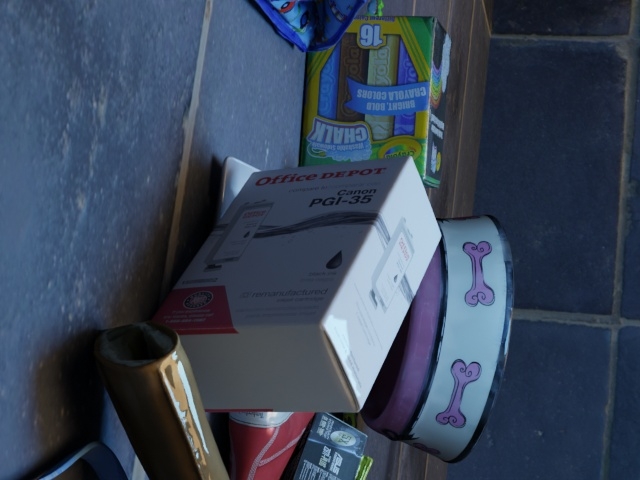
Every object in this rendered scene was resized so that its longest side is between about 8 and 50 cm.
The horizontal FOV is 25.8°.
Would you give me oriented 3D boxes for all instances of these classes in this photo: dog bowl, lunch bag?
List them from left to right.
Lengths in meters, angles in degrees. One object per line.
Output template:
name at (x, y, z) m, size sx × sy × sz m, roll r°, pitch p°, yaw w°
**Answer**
lunch bag at (0.001, -0.367, 1.727) m, size 0.293 × 0.138 × 0.221 m, roll 61°, pitch 32°, yaw -83°
dog bowl at (0.172, 0.147, 2.258) m, size 0.408 × 0.150 × 0.408 m, roll -170°, pitch -90°, yaw -78°

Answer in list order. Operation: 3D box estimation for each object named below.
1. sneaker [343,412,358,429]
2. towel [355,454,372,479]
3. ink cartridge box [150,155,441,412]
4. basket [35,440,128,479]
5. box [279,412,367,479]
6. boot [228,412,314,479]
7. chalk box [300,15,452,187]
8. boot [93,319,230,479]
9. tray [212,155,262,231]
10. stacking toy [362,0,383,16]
sneaker at (0.048, 0.272, 2.300) m, size 0.035 × 0.031 × 0.083 m, roll -89°, pitch -177°, yaw -74°
towel at (-0.001, 0.360, 1.860) m, size 0.102 × 0.021 × 0.237 m, roll -62°, pitch -173°, yaw -32°
ink cartridge box at (-0.021, 0.042, 1.434) m, size 0.283 × 0.207 × 0.117 m, roll -61°, pitch 137°, yaw -46°
basket at (-0.158, 0.310, 1.098) m, size 0.289 × 0.201 × 0.255 m, roll 59°, pitch 14°, yaw 2°
box at (-0.024, 0.327, 1.751) m, size 0.147 × 0.077 × 0.180 m, roll -56°, pitch -174°, yaw 34°
boot at (-0.065, 0.259, 1.700) m, size 0.244 × 0.088 × 0.176 m, roll -20°, pitch 120°, yaw -74°
chalk box at (0.078, -0.162, 1.969) m, size 0.180 × 0.179 × 0.289 m, roll 8°, pitch 87°, yaw -78°
boot at (-0.137, 0.194, 1.280) m, size 0.089 × 0.236 × 0.269 m, roll -31°, pitch 111°, yaw -25°
tray at (-0.050, 0.006, 1.628) m, size 0.270 × 0.030 × 0.145 m, roll 24°, pitch 70°, yaw -55°
stacking toy at (0.063, -0.442, 2.111) m, size 0.167 × 0.052 × 0.221 m, roll 18°, pitch 78°, yaw -75°
